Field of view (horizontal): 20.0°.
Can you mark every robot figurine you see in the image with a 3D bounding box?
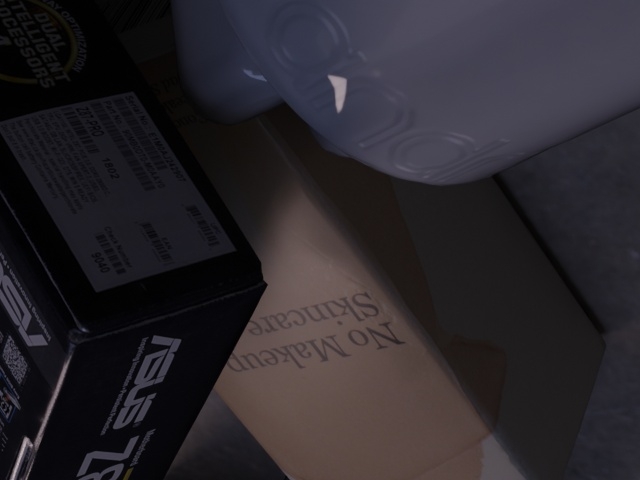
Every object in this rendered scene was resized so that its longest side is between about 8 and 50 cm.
[{"bbox_3d":[0.093,-0.146,0.656,0.300,0.199,0.353,7,156,-44],"label":"robot figurine"}]

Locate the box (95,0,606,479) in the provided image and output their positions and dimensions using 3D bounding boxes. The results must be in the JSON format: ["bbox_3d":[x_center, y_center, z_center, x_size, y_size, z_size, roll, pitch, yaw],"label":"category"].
[{"bbox_3d":[0.000,0.000,0.902,0.148,0.121,0.311,-16,123,37],"label":"box"}]

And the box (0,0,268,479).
[{"bbox_3d":[-0.199,-0.035,0.824,0.395,0.097,0.318,56,142,23],"label":"box"}]

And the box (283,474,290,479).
[{"bbox_3d":[0.037,0.189,1.032,0.147,0.180,0.077,24,136,0],"label":"box"}]
